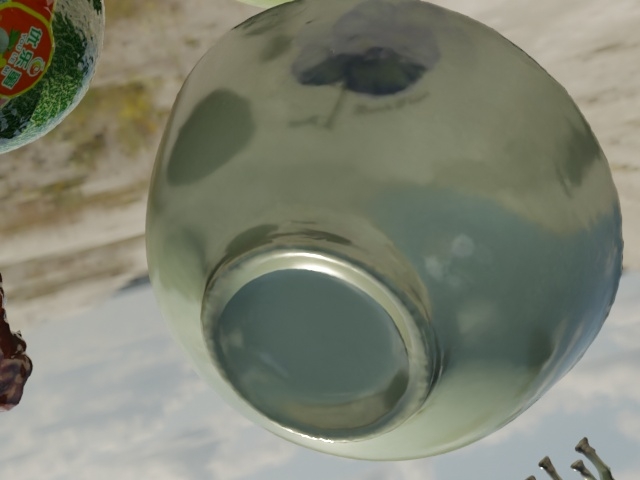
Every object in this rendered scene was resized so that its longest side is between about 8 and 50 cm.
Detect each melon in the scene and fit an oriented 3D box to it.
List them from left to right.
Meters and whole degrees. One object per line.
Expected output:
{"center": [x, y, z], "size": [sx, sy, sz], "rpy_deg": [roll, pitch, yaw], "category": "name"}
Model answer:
{"center": [-0.224, -0.135, 0.920], "size": [0.182, 0.182, 0.287], "rpy_deg": [-15, 166, 25], "category": "melon"}

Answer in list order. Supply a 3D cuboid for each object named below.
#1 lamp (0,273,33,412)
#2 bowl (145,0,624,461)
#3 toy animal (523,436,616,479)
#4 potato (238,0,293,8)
{"center": [-0.267, 0.117, 0.946], "size": [0.223, 0.151, 0.215], "rpy_deg": [-21, -174, -41], "category": "lamp"}
{"center": [0.017, 0.019, 0.927], "size": [0.289, 0.289, 0.146], "rpy_deg": [-15, -158, 27], "category": "bowl"}
{"center": [0.325, 0.329, 1.952], "size": [0.073, 0.176, 0.217], "rpy_deg": [-41, 177, -25], "category": "toy animal"}
{"center": [-0.033, -0.266, 1.163], "size": [0.216, 0.216, 0.304], "rpy_deg": [-15, 156, 16], "category": "potato"}
